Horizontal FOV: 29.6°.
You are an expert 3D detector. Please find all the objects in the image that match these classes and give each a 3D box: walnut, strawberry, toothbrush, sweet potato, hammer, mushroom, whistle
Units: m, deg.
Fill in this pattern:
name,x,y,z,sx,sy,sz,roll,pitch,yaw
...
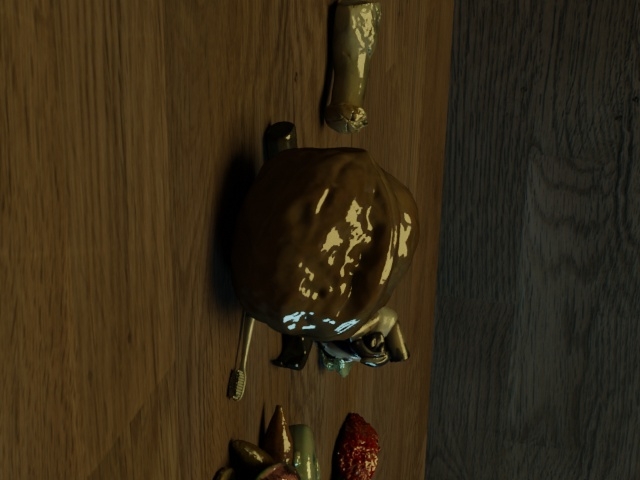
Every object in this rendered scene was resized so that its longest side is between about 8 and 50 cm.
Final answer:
name,x,y,z,sx,sy,sz,roll,pitch,yaw
walnut,0.003,0.001,1.599,0.227,0.273,0.273,-149,-119,-68
strawberry,0.079,0.451,2.517,0.192,0.085,0.140,-47,140,-72
toothbrush,-0.096,0.087,1.688,0.025,0.019,0.275,40,58,-66
sweet potato,-0.069,0.359,1.877,0.065,0.051,0.218,-45,140,-64
hammer,-0.045,0.014,1.825,0.168,0.044,0.440,-70,162,-50
mushroom,0.051,-0.289,2.009,0.092,0.081,0.223,-131,-132,-82
sweet potato,-0.084,0.373,1.788,0.274,0.067,0.067,75,25,-47
whistle,-0.035,0.377,2.019,0.258,0.067,0.126,70,17,-73

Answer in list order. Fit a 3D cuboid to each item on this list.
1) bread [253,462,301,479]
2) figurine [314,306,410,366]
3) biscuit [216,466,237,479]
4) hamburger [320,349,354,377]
name,x,y,z,sx,sy,sz,roll,pitch,yaw
bread,-0.088,0.420,1.711,0.228,0.033,0.228,-45,146,-41
figurine,0.051,0.138,2.052,0.222,0.145,0.145,9,-88,62
biscuit,-0.136,0.371,1.666,0.120,0.015,0.120,7,90,-77
hamburger,0.039,0.180,2.242,0.140,0.062,0.133,86,20,-48
